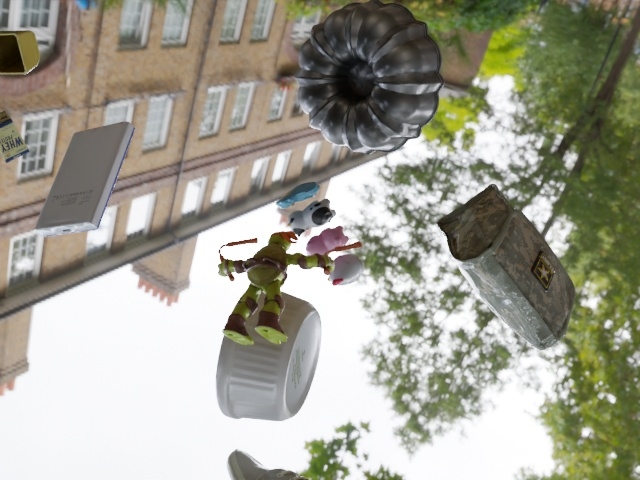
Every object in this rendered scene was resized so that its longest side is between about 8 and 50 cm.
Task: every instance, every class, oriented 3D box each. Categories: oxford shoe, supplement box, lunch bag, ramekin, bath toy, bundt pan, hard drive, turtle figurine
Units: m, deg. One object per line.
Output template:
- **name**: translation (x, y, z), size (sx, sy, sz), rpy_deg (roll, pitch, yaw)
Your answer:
- **oxford shoe**: translation (-0.034, 0.500, 1.344), size (0.169, 0.130, 0.449), rpy_deg (43, 169, -33)
- **supplement box**: translation (-0.683, -0.225, 1.577), size (0.056, 0.083, 0.083), rpy_deg (-31, -144, -18)
- **lunch bag**: translation (0.361, 0.052, 1.391), size (0.235, 0.169, 0.287), rpy_deg (51, -166, -16)
- **ramekin**: translation (-0.089, 0.223, 1.410), size (0.127, 0.273, 0.273), rpy_deg (10, -158, 15)
- **bath toy**: translation (0.000, 0.000, 2.221), size (0.151, 0.348, 0.129), rpy_deg (-19, -162, 43)
- **bundt pan**: translation (0.084, -0.335, 1.523), size (0.330, 0.331, 0.124), rpy_deg (26, -155, 20)
- **hard drive**: translation (-0.625, -0.164, 1.933), size (0.210, 0.040, 0.319), rpy_deg (-6, -123, 29)
- **turtle figurine**: translation (-0.075, 0.062, 1.207), size (0.269, 0.087, 0.217), rpy_deg (0, -126, 19)

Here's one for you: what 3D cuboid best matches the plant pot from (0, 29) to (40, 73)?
- **plant pot**: translation (-0.618, -0.389, 1.479), size (0.081, 0.082, 0.083), rpy_deg (3, -152, 14)
